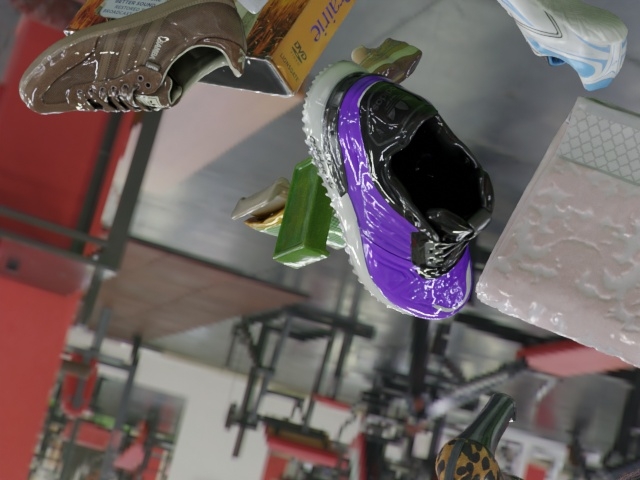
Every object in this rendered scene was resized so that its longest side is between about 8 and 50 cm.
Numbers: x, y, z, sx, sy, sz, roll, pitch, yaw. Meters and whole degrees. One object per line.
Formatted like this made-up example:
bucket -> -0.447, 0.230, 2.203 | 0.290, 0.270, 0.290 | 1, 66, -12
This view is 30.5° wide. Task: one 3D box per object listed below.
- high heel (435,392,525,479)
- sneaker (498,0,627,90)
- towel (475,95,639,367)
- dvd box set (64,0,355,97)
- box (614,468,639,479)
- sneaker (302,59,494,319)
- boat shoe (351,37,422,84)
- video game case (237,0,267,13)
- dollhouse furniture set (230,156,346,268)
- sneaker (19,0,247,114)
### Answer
high heel -> 0.198, 0.336, 1.401 | 0.093, 0.261, 0.186 | -2, -160, 32
sneaker -> 0.241, -0.247, 1.285 | 0.085, 0.086, 0.237 | -12, -137, -28
towel -> 0.405, -0.002, 1.445 | 0.332, 0.317, 0.053 | 23, 163, 19
dvd box set -> -0.054, -0.348, 1.295 | 0.308, 0.420, 0.062 | 15, 153, 36
box -> 0.452, 0.320, 1.522 | 0.295, 0.073, 0.293 | -7, 157, -46
sneaker -> 0.093, -0.018, 1.027 | 0.146, 0.102, 0.293 | 21, 151, 43
boat shoe -> 0.071, -0.242, 1.644 | 0.072, 0.068, 0.190 | 37, -148, 11
video game case -> -0.038, -0.292, 0.844 | 0.193, 0.212, 0.023 | 32, -167, -51
dollhouse furniture set -> 0.000, 0.000, 1.773 | 0.197, 0.151, 0.301 | 20, 159, -25
sneaker -> -0.147, -0.131, 0.916 | 0.188, 0.071, 0.066 | -23, 157, 10
